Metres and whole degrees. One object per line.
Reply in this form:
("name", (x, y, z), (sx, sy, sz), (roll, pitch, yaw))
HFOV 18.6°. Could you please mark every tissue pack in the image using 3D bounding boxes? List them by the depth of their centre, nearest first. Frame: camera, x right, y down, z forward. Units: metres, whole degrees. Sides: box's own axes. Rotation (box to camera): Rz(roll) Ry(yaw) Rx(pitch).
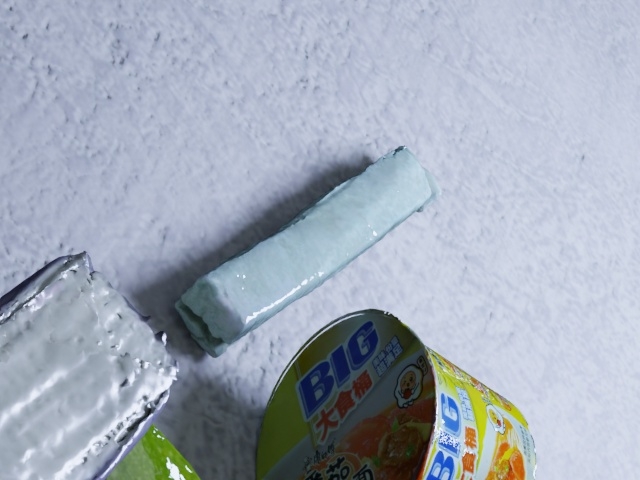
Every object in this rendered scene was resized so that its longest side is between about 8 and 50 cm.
("tissue pack", (-0.264, 0.171, 1.156), (0.125, 0.343, 0.242), (49, 35, -6))

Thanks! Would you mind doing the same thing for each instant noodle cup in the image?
("instant noodle cup", (0.065, 0.178, 1.576), (0.153, 0.205, 0.205), (29, 49, -38))

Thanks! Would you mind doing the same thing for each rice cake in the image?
("rice cake", (0.000, 0.000, 1.704), (0.336, 0.063, 0.066), (-34, 89, -46))

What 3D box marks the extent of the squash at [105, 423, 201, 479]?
("squash", (-0.147, 0.175, 1.441), (0.203, 0.111, 0.289), (-8, 70, -45))
